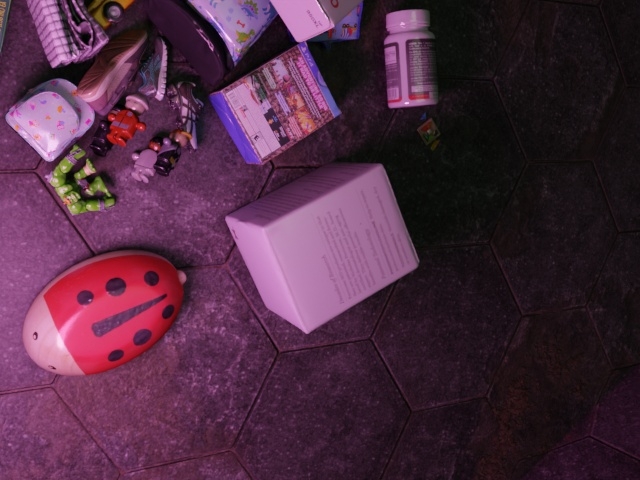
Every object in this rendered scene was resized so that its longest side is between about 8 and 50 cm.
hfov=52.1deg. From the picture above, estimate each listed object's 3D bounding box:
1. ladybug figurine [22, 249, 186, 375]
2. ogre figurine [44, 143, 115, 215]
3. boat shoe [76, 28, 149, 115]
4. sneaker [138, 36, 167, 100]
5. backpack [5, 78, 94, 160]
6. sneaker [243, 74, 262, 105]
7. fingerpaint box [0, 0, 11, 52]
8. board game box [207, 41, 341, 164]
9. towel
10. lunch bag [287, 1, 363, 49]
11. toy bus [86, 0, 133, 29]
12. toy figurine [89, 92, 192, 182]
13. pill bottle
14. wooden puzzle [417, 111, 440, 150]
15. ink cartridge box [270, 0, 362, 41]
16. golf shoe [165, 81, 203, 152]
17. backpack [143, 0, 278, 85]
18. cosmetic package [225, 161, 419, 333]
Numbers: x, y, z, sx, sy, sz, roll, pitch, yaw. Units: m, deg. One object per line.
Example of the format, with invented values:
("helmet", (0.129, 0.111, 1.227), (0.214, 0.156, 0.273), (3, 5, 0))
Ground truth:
("ladybug figurine", (-0.557, 0.195, 1.737), (0.449, 0.162, 0.305), (-31, 109, -19))
("ogre figurine", (-0.624, -0.140, 1.697), (0.118, 0.097, 0.197), (-32, 152, -13))
("boat shoe", (-0.519, -0.434, 1.680), (0.092, 0.102, 0.285), (68, 33, -45))
("sneaker", (-0.452, -0.464, 1.757), (0.076, 0.065, 0.167), (3, 93, -21))
("backpack", (-0.662, -0.310, 1.630), (0.188, 0.144, 0.166), (-46, 110, -14))
("sneaker", (-0.172, -0.404, 1.756), (0.037, 0.032, 0.083), (-36, 111, -17))
("fingerpaint box", (-0.893, -0.586, 1.469), (0.370, 0.163, 0.445), (12, 91, -26))
("board game box", (-0.131, -0.391, 1.875), (0.291, 0.141, 0.232), (-35, 110, -18))
("towel", (-0.609, -0.541, 1.546), (0.121, 0.283, 0.235), (-22, 107, -23))
("lunch bag", (0.007, -0.714, 1.923), (0.220, 0.138, 0.294), (-13, 114, -27))
("toy bus", (-0.491, -0.686, 1.680), (0.130, 0.108, 0.333), (45, 77, -23))
("toy figurine", (-0.465, -0.265, 1.698), (0.209, 0.213, 0.148), (34, 66, -29))
("pill bottle", (0.282, -0.562, 2.041), (0.161, 0.161, 0.284), (-9, 101, -24))
("wooden puzzle", (0.365, -0.364, 2.189), (0.078, 0.014, 0.116), (-47, 113, -13))
("ink cartridge box", (0.021, -0.750, 1.688), (0.395, 0.166, 0.286), (-49, 115, -27))
("golf shoe", (-0.358, -0.343, 1.809), (0.093, 0.077, 0.198), (-20, 106, -22))
("backpack", (-0.237, -0.647, 1.752), (0.290, 0.273, 0.356), (50, 57, -19))
("cosmetic package", (0.000, 0.000, 1.887), (0.393, 0.329, 0.328), (-29, 109, -19))
